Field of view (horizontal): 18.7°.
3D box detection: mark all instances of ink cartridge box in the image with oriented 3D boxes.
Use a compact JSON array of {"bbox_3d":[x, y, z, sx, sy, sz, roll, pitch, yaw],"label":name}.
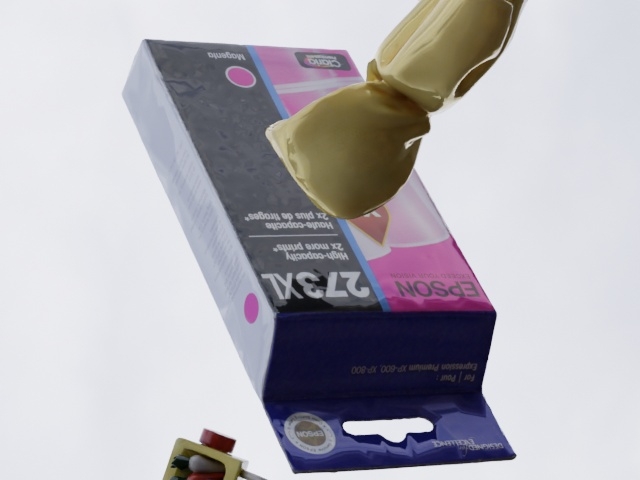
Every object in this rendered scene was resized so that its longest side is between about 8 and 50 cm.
[{"bbox_3d":[0.000,0.000,1.351,0.176,0.371,0.069,0,-44,-30],"label":"ink cartridge box"}]

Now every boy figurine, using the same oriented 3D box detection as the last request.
[{"bbox_3d":[0.076,-0.139,1.229,0.092,0.177,0.285,40,-94,-8],"label":"boy figurine"}]

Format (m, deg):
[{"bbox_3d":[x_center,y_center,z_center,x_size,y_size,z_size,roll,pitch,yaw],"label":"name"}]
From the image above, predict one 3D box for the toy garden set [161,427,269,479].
[{"bbox_3d":[-0.059,0.249,1.337,0.049,0.244,0.203,23,-94,-42],"label":"toy garden set"}]
